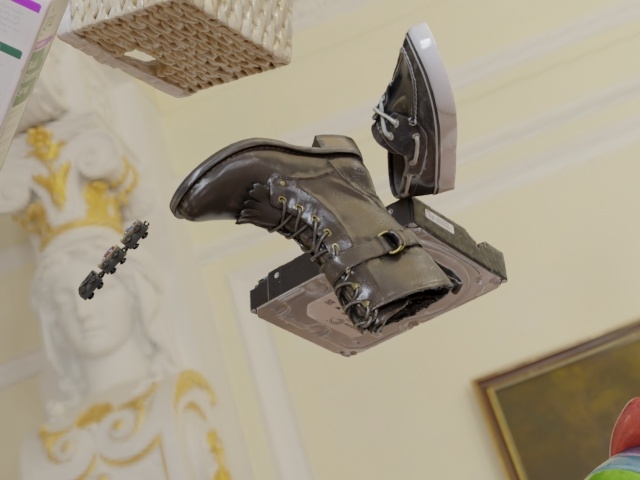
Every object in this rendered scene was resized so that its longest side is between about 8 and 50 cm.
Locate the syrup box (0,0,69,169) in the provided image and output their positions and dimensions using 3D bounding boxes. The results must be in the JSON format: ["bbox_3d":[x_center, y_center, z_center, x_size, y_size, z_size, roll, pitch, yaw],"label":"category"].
[{"bbox_3d":[-0.330,-0.148,1.054,0.096,0.093,0.236,25,-75,-9],"label":"syrup box"}]

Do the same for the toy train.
[{"bbox_3d":[-0.326,0.028,1.744,0.158,0.036,0.027,-49,-58,-1],"label":"toy train"}]

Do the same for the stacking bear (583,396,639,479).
[{"bbox_3d":[0.331,0.330,1.202,0.289,0.175,0.164,-33,-32,-43],"label":"stacking bear"}]

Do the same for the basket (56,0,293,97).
[{"bbox_3d":[-0.232,-0.452,1.846,0.266,0.331,0.328,-7,-17,32],"label":"basket"}]

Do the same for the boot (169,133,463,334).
[{"bbox_3d":[0.000,0.000,1.146,0.263,0.229,0.091,-14,-31,-30],"label":"boot"}]

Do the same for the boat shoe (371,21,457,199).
[{"bbox_3d":[0.117,-0.158,1.455,0.102,0.108,0.301,-16,-32,-3],"label":"boat shoe"}]

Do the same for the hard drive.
[{"bbox_3d":[0.087,0.068,1.723,0.339,0.064,0.237,-28,-42,34],"label":"hard drive"}]
